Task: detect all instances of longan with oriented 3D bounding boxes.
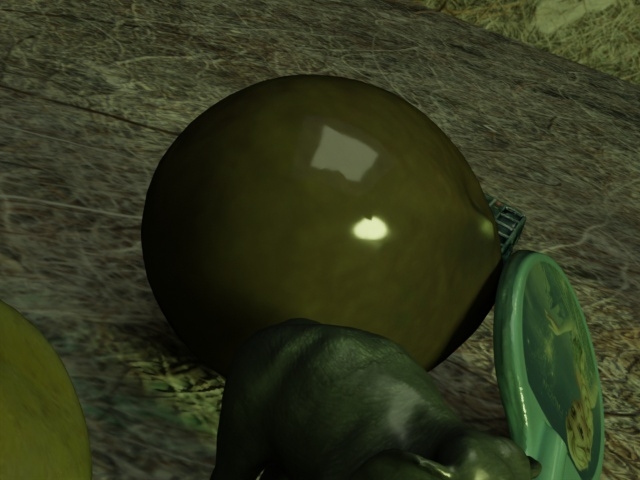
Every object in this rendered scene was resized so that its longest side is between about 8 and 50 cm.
[{"bbox_3d":[0.000,0.000,0.732,0.196,0.196,0.220,34,15,35],"label":"longan"}]

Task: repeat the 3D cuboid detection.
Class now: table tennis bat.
[{"bbox_3d":[0.122,0.101,0.699,0.038,0.149,0.237,-11,27,26],"label":"table tennis bat"}]

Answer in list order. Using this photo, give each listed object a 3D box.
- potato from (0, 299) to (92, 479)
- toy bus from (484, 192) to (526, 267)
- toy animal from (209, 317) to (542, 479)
[{"bbox_3d":[-0.183,0.066,0.437,0.235,0.160,0.178,19,53,-47],"label":"potato"},{"bbox_3d":[0.132,-0.001,1.075,0.065,0.047,0.166,27,20,10],"label":"toy bus"},{"bbox_3d":[0.031,0.120,0.521,0.082,0.137,0.269,7,14,-38],"label":"toy animal"}]
